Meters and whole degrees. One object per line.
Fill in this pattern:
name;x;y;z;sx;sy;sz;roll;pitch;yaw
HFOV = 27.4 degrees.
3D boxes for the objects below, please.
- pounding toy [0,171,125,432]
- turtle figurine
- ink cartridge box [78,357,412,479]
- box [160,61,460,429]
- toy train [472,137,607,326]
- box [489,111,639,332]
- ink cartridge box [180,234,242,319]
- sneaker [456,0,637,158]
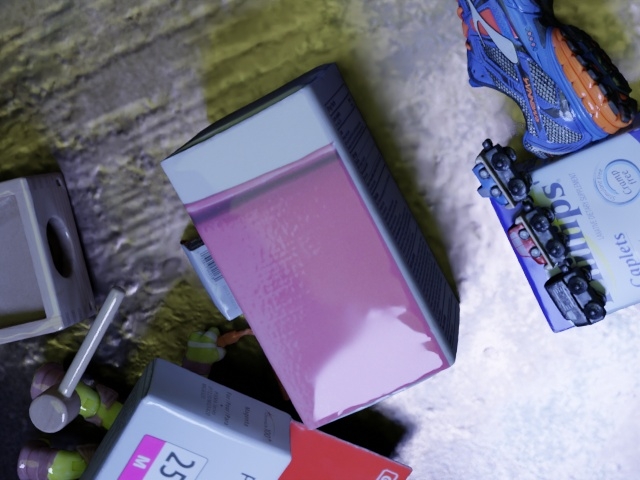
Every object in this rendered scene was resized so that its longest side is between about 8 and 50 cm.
pounding toy;-0.236;0.051;1.095;0.181;0.094;0.206;-13;94;11
turtle figurine;-0.147;0.193;1.127;0.217;0.087;0.269;11;108;9
ink cartridge box;-0.092;0.252;1.079;0.239;0.060;0.275;25;117;-14
box;0.000;0.000;1.002;0.127;0.148;0.232;-26;99;13
toy train;0.157;-0.004;0.960;0.036;0.027;0.158;-29;98;29
box;0.215;-0.015;0.995;0.137;0.072;0.126;-24;99;18
ink cartridge box;-0.084;0.024;1.060;0.029;0.115;0.063;-29;99;-7
sneaker;0.131;-0.152;0.955;0.087;0.083;0.221;-40;76;28
